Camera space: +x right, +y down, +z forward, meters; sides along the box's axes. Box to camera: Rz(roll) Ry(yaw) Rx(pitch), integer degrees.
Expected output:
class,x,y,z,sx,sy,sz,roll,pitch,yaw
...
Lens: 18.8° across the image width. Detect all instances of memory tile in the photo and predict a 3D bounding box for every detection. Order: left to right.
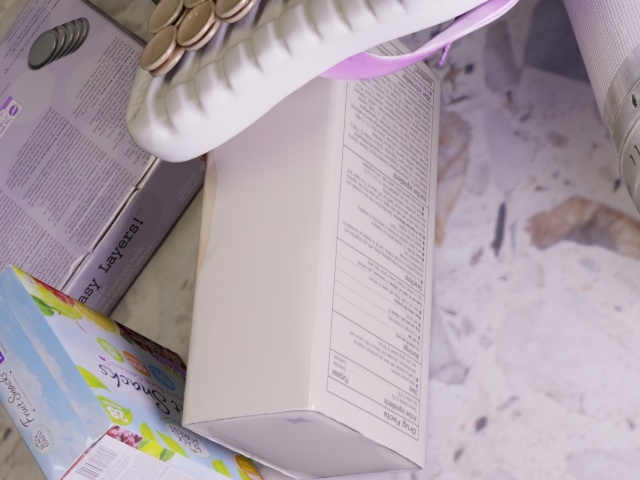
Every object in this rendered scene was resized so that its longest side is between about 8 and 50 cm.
class,x,y,z,sx,sy,sz,roll,pitch,yaw
memory tile,-0.064,-0.179,1.304,0.148,0.012,0.113,-30,37,32

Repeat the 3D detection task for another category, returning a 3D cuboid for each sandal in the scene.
class,x,y,z,sx,sy,sz,roll,pitch,yaw
sandal,0.045,-0.161,1.265,0.416,0.102,0.169,-23,43,35

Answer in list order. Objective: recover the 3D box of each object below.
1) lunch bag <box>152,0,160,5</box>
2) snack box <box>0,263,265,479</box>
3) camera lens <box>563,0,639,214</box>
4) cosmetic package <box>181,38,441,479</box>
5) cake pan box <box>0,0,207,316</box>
class,x,y,z,sx,sy,sz,roll,pitch,yaw
lunch bag,-0.112,-0.306,1.482,0.212,0.256,0.305,-56,33,-5
snack box,-0.144,0.126,1.383,0.070,0.207,0.174,-46,51,9
camera lens,0.274,-0.131,1.203,0.219,0.219,0.274,-27,57,22
cosmetic package,0.000,0.000,1.373,0.113,0.160,0.309,-8,64,31
cake pan box,-0.222,-0.058,1.609,0.246,0.070,0.267,36,92,41
